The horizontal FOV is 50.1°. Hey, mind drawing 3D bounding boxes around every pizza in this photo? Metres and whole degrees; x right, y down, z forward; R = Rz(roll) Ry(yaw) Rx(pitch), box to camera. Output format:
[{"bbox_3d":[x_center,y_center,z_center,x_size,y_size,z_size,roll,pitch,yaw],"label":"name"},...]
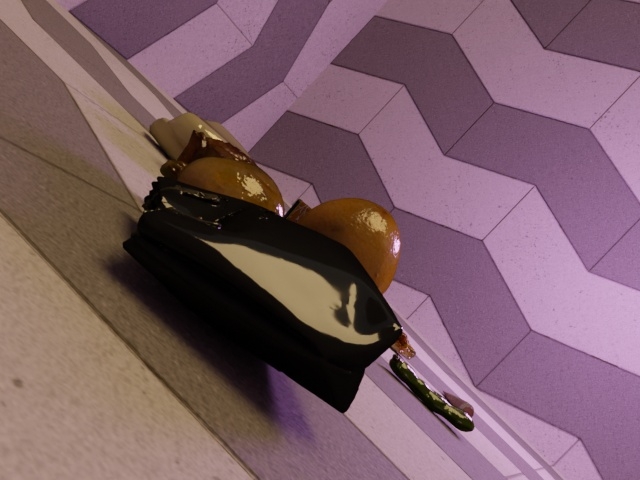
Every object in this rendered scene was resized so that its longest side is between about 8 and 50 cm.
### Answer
[{"bbox_3d":[0.180,0.244,1.947,0.246,0.058,0.127,41,3,6],"label":"pizza"}]

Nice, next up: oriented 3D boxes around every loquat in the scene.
[{"bbox_3d":[0.060,0.031,1.642,0.275,0.275,0.275,43,3,-3],"label":"loquat"},{"bbox_3d":[-0.144,-0.051,0.991,0.204,0.149,0.172,31,10,-10],"label":"loquat"}]

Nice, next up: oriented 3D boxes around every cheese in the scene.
[{"bbox_3d":[-0.279,-0.219,1.652,0.233,0.127,0.266,45,7,10],"label":"cheese"}]

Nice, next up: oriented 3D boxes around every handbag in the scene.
[{"bbox_3d":[-0.080,0.035,0.775,0.288,0.152,0.342,33,6,-14],"label":"handbag"}]

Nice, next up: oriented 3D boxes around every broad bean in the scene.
[{"bbox_3d":[0.245,0.343,1.526,0.256,0.053,0.052,43,41,-5],"label":"broad bean"}]

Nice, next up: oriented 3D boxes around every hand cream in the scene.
[{"bbox_3d":[0.388,0.459,1.910,0.067,0.043,0.209,39,-2,-1],"label":"hand cream"}]

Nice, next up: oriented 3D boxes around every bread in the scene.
[{"bbox_3d":[-0.189,-0.120,1.434,0.246,0.135,0.232,40,4,-41],"label":"bread"}]

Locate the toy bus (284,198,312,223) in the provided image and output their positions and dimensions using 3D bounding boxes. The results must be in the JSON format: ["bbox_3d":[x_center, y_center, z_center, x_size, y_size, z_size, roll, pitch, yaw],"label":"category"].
[{"bbox_3d":[0.000,0.000,2.243,0.275,0.138,0.167,38,4,-35],"label":"toy bus"}]
